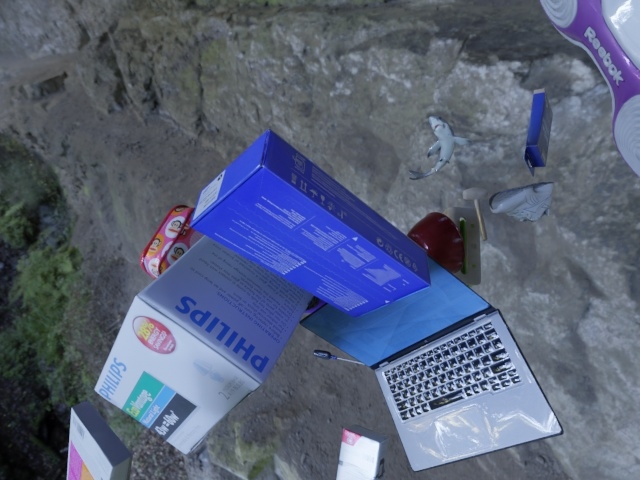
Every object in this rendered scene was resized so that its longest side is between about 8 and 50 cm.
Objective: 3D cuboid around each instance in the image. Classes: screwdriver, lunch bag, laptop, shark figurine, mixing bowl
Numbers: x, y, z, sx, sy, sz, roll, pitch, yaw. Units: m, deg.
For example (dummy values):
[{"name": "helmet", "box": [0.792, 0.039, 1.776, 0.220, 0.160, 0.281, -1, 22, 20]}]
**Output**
[{"name": "screwdriver", "box": [0.059, 0.339, 1.180, 0.169, 0.024, 0.025, 11, 41, 19]}, {"name": "lunch bag", "box": [-0.358, 0.068, 1.201, 0.120, 0.293, 0.258, 11, 65, 34]}, {"name": "laptop", "box": [0.209, 0.285, 0.912, 0.236, 0.382, 0.408, 6, 55, -44]}, {"name": "shark figurine", "box": [0.412, -0.317, 1.440, 0.166, 0.278, 0.116, 7, 51, -3]}, {"name": "mixing bowl", "box": [0.295, 0.020, 1.142, 0.098, 0.182, 0.181, -16, 41, -22]}]

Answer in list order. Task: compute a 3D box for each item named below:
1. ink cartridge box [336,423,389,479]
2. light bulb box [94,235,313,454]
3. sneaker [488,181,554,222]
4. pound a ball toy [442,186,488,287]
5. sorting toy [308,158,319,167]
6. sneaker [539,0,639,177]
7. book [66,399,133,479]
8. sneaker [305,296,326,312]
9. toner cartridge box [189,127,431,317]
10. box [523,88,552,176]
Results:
[{"name": "ink cartridge box", "box": [0.109, 0.578, 1.085, 0.109, 0.063, 0.151, 6, 85, 33]}, {"name": "light bulb box", "box": [-0.192, 0.150, 0.814, 0.225, 0.358, 0.361, 37, 39, -3]}, {"name": "sneaker", "box": [0.679, -0.118, 1.376, 0.296, 0.130, 0.111, -12, 5, -27]}, {"name": "pound a ball toy", "box": [0.471, -0.003, 1.418, 0.135, 0.208, 0.320, 5, 71, 0]}, {"name": "sorting toy", "box": [0.014, -0.096, 1.146, 0.038, 0.208, 0.193, -23, 54, -19]}, {"name": "sneaker", "box": [0.301, -0.158, 0.328, 0.152, 0.114, 0.306, -25, 87, 7]}, {"name": "book", "box": [-0.265, 0.273, 0.485, 0.096, 0.144, 0.035, 32, 27, 28]}, {"name": "sneaker", "box": [-0.068, 0.175, 1.184, 0.292, 0.102, 0.146, 1, 9, -21]}, {"name": "toner cartridge box", "box": [0.000, 0.000, 0.633, 0.165, 0.347, 0.075, -30, 41, 35]}, {"name": "box", "box": [0.656, -0.318, 1.248, 0.036, 0.136, 0.226, 6, 76, 40]}]
